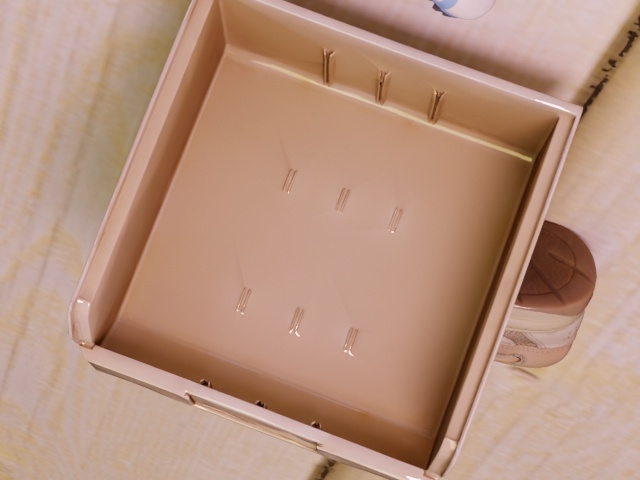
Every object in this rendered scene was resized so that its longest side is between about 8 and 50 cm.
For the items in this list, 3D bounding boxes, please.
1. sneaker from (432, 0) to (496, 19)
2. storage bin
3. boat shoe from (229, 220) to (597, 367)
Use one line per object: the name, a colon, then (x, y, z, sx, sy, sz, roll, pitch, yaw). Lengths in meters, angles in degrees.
sneaker: (0.095, -0.218, 0.920, 0.086, 0.085, 0.237, 15, 142, 18)
storage bin: (0.000, 0.000, 1.066, 0.262, 0.260, 0.123, 20, 169, 3)
boat shoe: (0.029, 0.024, 1.199, 0.341, 0.122, 0.110, 16, 140, 8)
